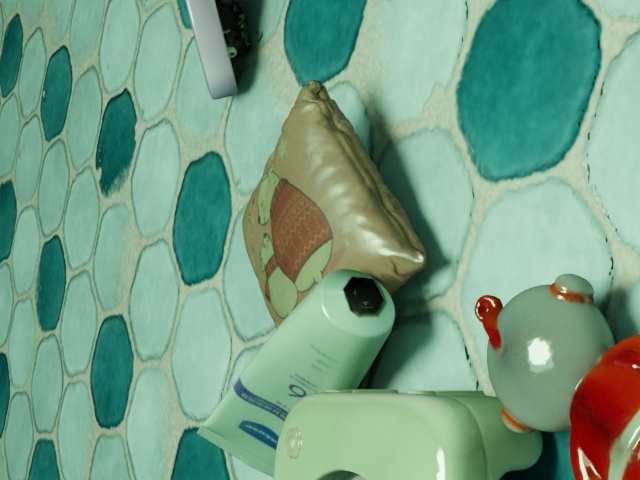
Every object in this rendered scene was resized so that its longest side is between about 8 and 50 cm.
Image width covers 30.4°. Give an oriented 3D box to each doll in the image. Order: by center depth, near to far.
[{"bbox_3d":[0.180,0.103,0.783,0.245,0.076,0.142,43,121,50],"label":"doll"}]

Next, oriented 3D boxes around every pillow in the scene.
[{"bbox_3d":[0.000,0.000,1.099,0.236,0.084,0.223,-57,47,47],"label":"pillow"}]

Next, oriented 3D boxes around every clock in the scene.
[{"bbox_3d":[0.060,0.279,0.928,0.265,0.108,0.324,-9,78,59],"label":"clock"},{"bbox_3d":[-0.123,-0.271,1.354,0.172,0.064,0.198,82,171,-56],"label":"clock"}]

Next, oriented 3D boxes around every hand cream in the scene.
[{"bbox_3d":[-0.021,0.132,1.082,0.067,0.109,0.320,-62,3,-40],"label":"hand cream"}]
